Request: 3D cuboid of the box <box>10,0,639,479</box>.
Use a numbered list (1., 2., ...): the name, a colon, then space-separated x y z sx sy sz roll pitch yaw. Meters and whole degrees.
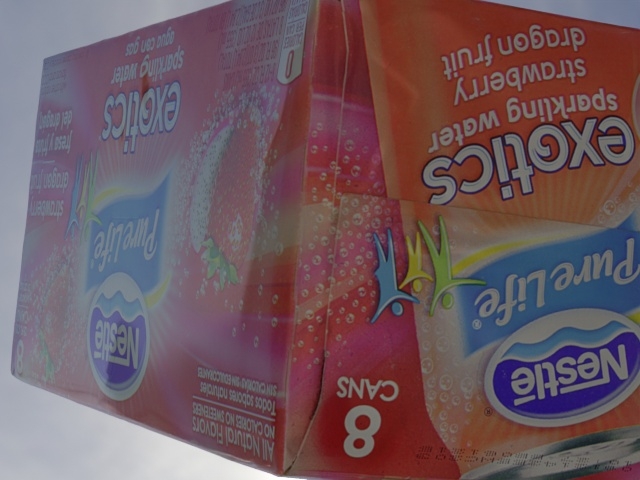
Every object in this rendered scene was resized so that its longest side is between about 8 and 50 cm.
1. box: 0.000 0.000 0.611 0.300 0.154 0.142 -177 -86 -65
